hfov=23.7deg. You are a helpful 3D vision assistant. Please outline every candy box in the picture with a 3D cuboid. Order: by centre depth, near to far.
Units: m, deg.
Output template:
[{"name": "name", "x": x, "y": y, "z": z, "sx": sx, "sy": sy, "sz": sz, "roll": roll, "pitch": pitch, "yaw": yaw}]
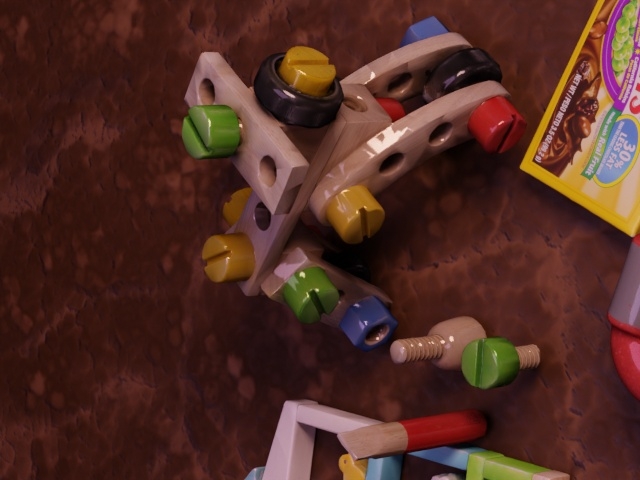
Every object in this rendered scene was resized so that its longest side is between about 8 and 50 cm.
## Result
[{"name": "candy box", "x": 0.218, "y": -0.115, "z": 1.016, "sx": 0.105, "sy": 0.027, "sz": 0.206, "roll": 35, "pitch": 111, "yaw": 33}]

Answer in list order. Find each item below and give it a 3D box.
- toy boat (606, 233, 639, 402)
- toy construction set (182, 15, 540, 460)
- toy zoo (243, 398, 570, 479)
[{"name": "toy boat", "x": 0.260, "y": 0.061, "z": 0.895, "sx": 0.231, "sy": 0.151, "sz": 0.151, "roll": 26, "pitch": 105, "yaw": 37}, {"name": "toy construction set", "x": 0.000, "y": 0.000, "z": 1.047, "sx": 0.257, "sy": 0.237, "sz": 0.309, "roll": -31, "pitch": 71, "yaw": 41}, {"name": "toy zoo", "x": 0.044, "y": 0.234, "z": 1.148, "sx": 0.293, "sy": 0.030, "sz": 0.192, "roll": 10, "pitch": 95, "yaw": 40}]
